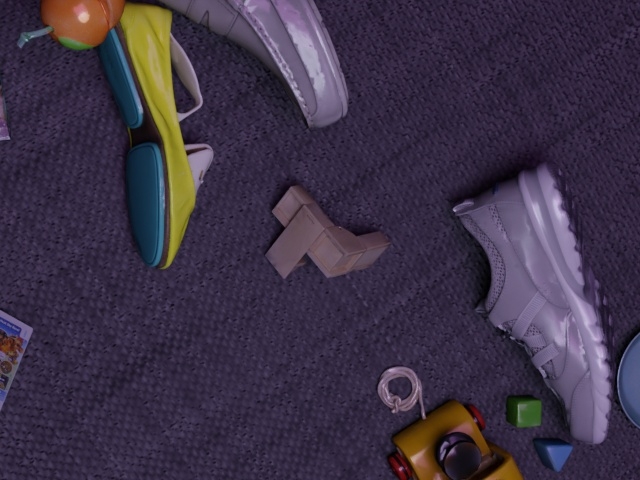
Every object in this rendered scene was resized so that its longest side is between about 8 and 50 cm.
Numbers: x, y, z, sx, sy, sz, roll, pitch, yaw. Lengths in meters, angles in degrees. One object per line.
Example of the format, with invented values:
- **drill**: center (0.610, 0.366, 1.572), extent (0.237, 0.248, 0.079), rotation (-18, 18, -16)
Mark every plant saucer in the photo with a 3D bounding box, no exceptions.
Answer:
- **plant saucer**: center (0.346, 0.136, 1.286), extent (0.119, 0.021, 0.119), rotation (-1, 94, -16)

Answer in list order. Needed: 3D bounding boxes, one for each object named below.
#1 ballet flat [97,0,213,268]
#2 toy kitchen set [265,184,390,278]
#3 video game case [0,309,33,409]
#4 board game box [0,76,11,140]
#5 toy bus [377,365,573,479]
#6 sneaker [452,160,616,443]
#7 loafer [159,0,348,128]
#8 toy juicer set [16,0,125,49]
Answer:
- **ballet flat**: center (-0.134, -0.093, 1.109), extent (0.077, 0.077, 0.231), rotation (-15, 96, -31)
- **toy kitchen set**: center (0.000, 0.000, 1.177), extent (0.083, 0.075, 0.068), rotation (50, 121, 18)
- **video game case**: center (-0.297, 0.108, 1.068), extent (0.087, 0.011, 0.122), rotation (35, 58, -30)
- **board game box**: center (-0.360, -0.131, 1.062), extent (0.186, 0.026, 0.126), rotation (-10, 96, -15)
- **toy bus**: center (0.143, 0.233, 1.192), extent (0.202, 0.104, 0.191), rotation (14, 90, -17)
- **sneaker**: center (0.209, 0.065, 1.220), extent (0.115, 0.105, 0.281), rotation (-14, 104, 19)
- **loafer**: center (-0.088, -0.226, 1.095), extent (0.111, 0.112, 0.319), rotation (-33, 95, -6)
- **toy juicer set**: center (-0.229, -0.300, 1.004), extent (0.209, 0.089, 0.329), rotation (0, 87, 10)
